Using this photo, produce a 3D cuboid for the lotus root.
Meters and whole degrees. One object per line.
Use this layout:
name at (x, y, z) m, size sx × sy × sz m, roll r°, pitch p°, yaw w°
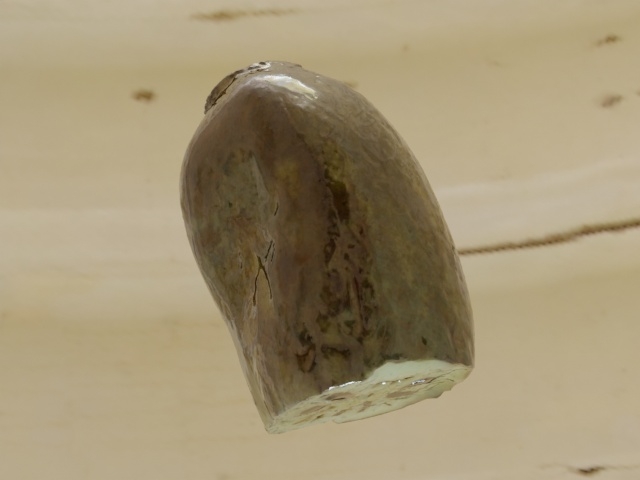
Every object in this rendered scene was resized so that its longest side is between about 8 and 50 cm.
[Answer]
lotus root at (0.000, 0.000, 1.579) m, size 0.250 × 0.250 × 0.346 m, roll -36°, pitch -113°, yaw 35°
